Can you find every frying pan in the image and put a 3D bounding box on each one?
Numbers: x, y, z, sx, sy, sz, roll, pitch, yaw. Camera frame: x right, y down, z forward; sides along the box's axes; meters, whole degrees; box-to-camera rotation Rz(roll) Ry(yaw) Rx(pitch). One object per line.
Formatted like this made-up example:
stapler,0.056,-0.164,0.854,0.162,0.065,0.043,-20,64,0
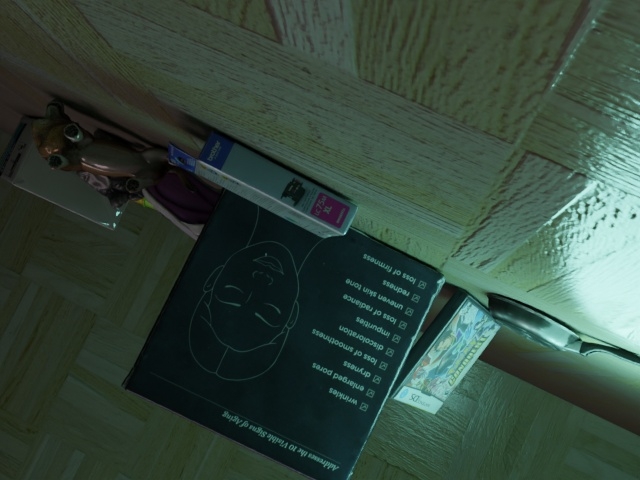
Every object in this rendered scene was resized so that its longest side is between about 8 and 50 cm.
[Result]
frying pan,0.463,0.189,1.432,0.326,0.053,0.197,28,176,14

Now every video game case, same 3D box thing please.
video game case,0.278,0.255,1.662,0.035,0.275,0.248,39,-177,37

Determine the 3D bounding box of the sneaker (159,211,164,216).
sneaker,-0.396,-0.088,2.233,0.350,0.131,0.148,20,176,45

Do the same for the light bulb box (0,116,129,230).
light bulb box,-0.840,-0.225,2.475,0.358,0.225,0.361,29,174,-34

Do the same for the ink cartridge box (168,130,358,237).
ink cartridge box,-0.101,-0.097,1.242,0.311,0.065,0.186,25,174,-9

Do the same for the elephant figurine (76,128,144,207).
elephant figurine,-0.530,-0.200,1.897,0.239,0.186,0.169,83,167,-71

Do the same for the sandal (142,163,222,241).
sandal,-0.240,-0.062,1.754,0.416,0.169,0.102,25,154,4

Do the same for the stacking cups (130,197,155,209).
stacking cups,-0.550,-0.132,2.779,0.316,0.096,0.096,22,174,5

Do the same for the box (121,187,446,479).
box,-0.074,0.182,1.564,0.479,0.472,0.297,27,174,-2

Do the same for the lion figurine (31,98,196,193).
lion figurine,-0.460,-0.184,1.659,0.392,0.142,0.240,23,-178,-10
